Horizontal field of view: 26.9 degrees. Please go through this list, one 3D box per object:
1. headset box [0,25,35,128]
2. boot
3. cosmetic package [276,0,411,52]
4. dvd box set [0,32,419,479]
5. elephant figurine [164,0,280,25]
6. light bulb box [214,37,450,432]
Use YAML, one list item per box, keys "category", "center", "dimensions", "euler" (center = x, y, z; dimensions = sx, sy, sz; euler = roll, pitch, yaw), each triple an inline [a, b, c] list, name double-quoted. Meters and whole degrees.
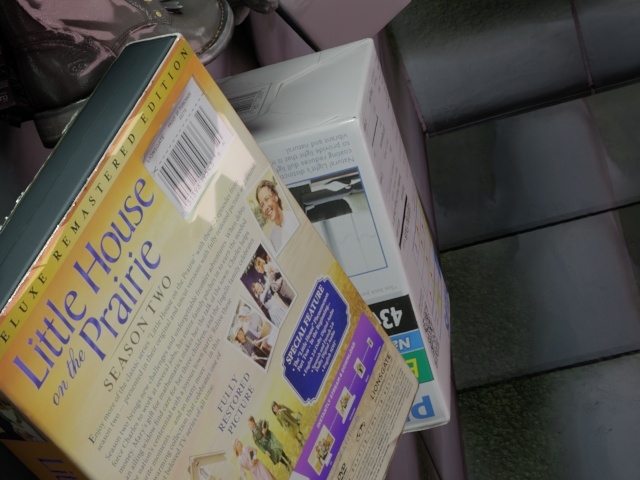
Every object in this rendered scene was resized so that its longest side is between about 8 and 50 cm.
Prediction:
- category: "headset box"
  center: [-0.241, -0.128, 1.026]
  dimensions: [0.062, 0.032, 0.083]
  euler: [5, 72, -76]
- category: "boot"
  center: [-0.181, -0.217, 1.026]
  dimensions: [0.263, 0.091, 0.229]
  euler: [-48, 121, -50]
- category: "cosmetic package"
  center: [-0.045, -0.410, 1.786]
  dimensions: [0.230, 0.161, 0.453]
  euler: [47, 5, 16]
- category: "dvd box set"
  center: [-0.081, 0.101, 1.012]
  dimensions: [0.420, 0.062, 0.308]
  euler: [55, 45, -36]
- category: "elephant figurine"
  center: [-0.172, -0.208, 1.226]
  dimensions: [0.169, 0.239, 0.186]
  euler: [51, -4, -29]
- category: "light bulb box"
  center: [0.000, 0.000, 1.545]
  dimensions: [0.358, 0.225, 0.361]
  euler: [-76, 151, -68]
